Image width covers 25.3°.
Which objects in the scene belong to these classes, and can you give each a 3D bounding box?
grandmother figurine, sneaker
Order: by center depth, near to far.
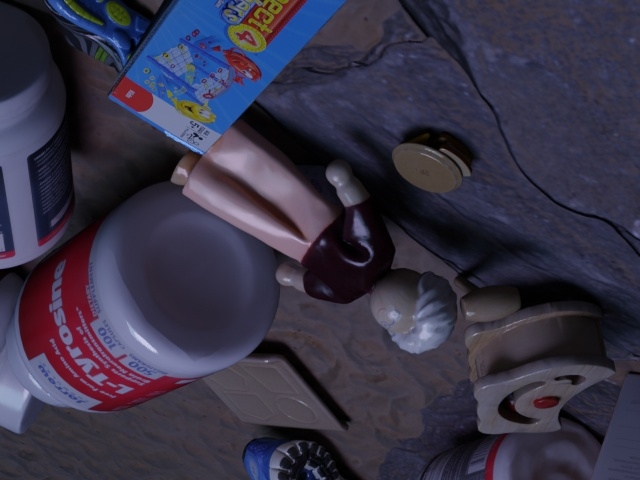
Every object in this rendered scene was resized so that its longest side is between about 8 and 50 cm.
[{"bbox_3d":[-0.214,-0.212,1.474,0.188,0.067,0.078,42,168,-28],"label":"sneaker"},{"bbox_3d":[0.000,0.000,1.529,0.342,0.104,0.208,37,151,5],"label":"grandmother figurine"},{"bbox_3d":[-0.008,0.403,2.214,0.147,0.130,0.330,14,147,47],"label":"sneaker"}]

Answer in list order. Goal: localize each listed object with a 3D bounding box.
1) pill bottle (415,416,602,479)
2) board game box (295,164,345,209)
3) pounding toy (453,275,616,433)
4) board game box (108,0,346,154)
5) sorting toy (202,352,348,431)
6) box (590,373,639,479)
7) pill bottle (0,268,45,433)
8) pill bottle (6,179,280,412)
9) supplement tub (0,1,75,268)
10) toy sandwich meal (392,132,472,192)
[{"bbox_3d":[0.226,0.346,1.865,0.176,0.176,0.318,34,149,-13],"label":"pill bottle"},{"bbox_3d":[-0.018,-0.050,1.600,0.090,0.020,0.090,5,143,34],"label":"board game box"},{"bbox_3d":[0.236,0.104,1.594,0.154,0.155,0.269,-9,153,4],"label":"pounding toy"},{"bbox_3d":[-0.003,-0.251,0.997,0.086,0.308,0.302,32,150,-12],"label":"board game box"},{"bbox_3d":[-0.081,0.208,2.034,0.193,0.038,0.208,-1,144,39],"label":"sorting toy"},{"bbox_3d":[0.393,0.354,1.581,0.168,0.345,0.215,5,143,32],"label":"box"},{"bbox_3d":[-0.563,0.109,2.064,0.392,0.224,0.224,27,150,1],"label":"pill bottle"},{"bbox_3d":[-0.241,0.088,1.776,0.229,0.229,0.407,37,148,-17],"label":"pill bottle"},{"bbox_3d":[-0.376,-0.114,1.595,0.191,0.191,0.272,21,143,10],"label":"supplement tub"},{"bbox_3d":[0.113,-0.081,1.446,0.085,0.029,0.085,22,154,12],"label":"toy sandwich meal"}]
